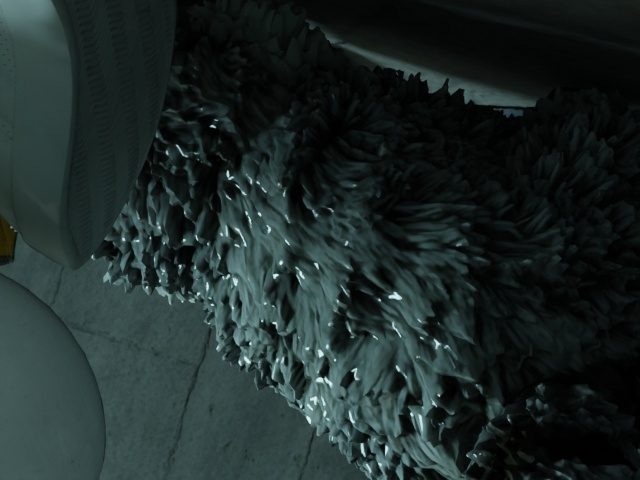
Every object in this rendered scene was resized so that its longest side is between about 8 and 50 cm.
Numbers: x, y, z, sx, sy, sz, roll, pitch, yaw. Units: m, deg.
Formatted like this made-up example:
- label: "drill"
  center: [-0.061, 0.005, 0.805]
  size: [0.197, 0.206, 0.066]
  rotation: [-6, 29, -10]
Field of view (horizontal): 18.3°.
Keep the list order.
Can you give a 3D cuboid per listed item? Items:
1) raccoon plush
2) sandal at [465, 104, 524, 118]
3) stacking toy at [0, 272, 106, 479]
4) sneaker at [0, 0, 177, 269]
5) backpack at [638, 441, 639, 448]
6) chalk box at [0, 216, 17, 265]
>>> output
- label: "raccoon plush"
  center: [0.000, 0.000, 0.875]
  size: [0.299, 0.216, 0.446]
  rotation: [21, -172, -9]
- label: "sandal"
  center: [0.099, -0.044, 1.176]
  size: [0.097, 0.054, 0.254]
  rotation: [21, 175, -41]
- label: "stacking toy"
  center: [-0.297, -0.008, 0.805]
  size: [0.480, 0.350, 0.350]
  rotation: [28, 180, 19]
- label: "sneaker"
  center: [-0.154, -0.106, 0.780]
  size: [0.169, 0.108, 0.292]
  rotation: [20, 150, 11]
- label: "backpack"
  center: [0.172, 0.037, 1.331]
  size: [0.173, 0.158, 0.117]
  rotation: [27, 175, 25]
- label: "chalk box"
  center: [-0.379, -0.094, 1.479]
  size: [0.289, 0.179, 0.180]
  rotation: [13, -173, 27]
